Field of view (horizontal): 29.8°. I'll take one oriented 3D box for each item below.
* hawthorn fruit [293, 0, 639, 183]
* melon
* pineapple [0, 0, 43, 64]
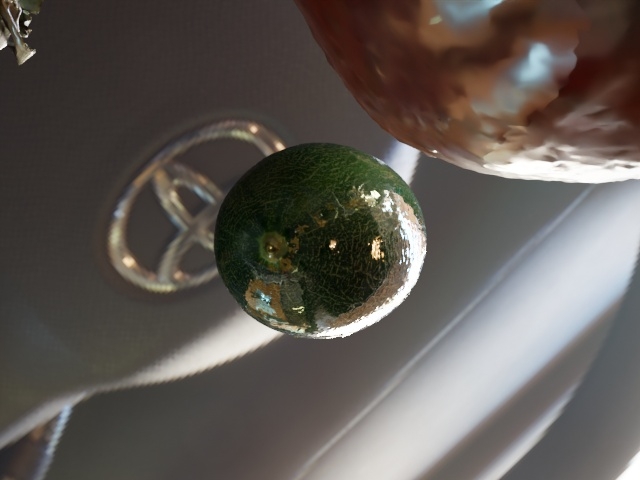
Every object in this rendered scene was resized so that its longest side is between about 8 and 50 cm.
[{"bbox_3d":[0.077,-0.114,0.398,0.215,0.215,0.249,-34,179,-28],"label":"hawthorn fruit"},{"bbox_3d":[0.000,0.000,1.104,0.182,0.182,0.287,-47,165,12],"label":"melon"},{"bbox_3d":[-0.290,-0.184,0.729,0.271,0.262,0.262,2,134,-48],"label":"pineapple"}]
